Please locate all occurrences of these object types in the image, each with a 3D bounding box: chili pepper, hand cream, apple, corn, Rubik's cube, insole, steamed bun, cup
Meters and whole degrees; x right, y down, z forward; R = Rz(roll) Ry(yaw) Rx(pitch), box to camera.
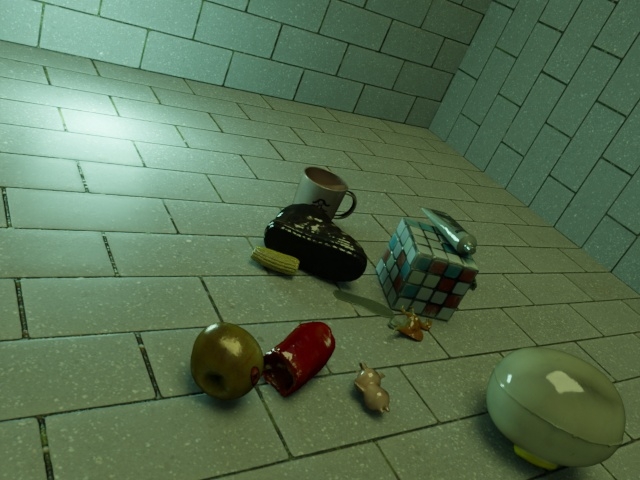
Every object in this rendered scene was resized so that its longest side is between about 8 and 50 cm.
[{"bbox_3d":[-0.026,0.290,1.556,0.134,0.131,0.338,41,29,11],"label":"chili pepper"},{"bbox_3d":[0.478,-0.040,2.065,0.124,0.078,0.341,11,23,-22],"label":"hand cream"},{"bbox_3d":[-0.227,0.293,1.349,0.182,0.182,0.155,25,36,2],"label":"apple"},{"bbox_3d":[-0.154,0.067,1.910,0.165,0.063,0.085,21,37,-2],"label":"corn"},{"bbox_3d":[0.385,0.106,2.062,0.256,0.253,0.259,14,28,-17],"label":"Rubik's cube"},{"bbox_3d":[0.152,0.217,1.952,0.231,0.003,0.080,21,28,-6],"label":"insole"},{"bbox_3d":[0.662,0.468,1.594,0.373,0.334,0.334,25,28,3],"label":"steamed bun"},{"bbox_3d":[0.017,-0.158,2.285,0.252,0.200,0.191,17,28,-11],"label":"cup"}]

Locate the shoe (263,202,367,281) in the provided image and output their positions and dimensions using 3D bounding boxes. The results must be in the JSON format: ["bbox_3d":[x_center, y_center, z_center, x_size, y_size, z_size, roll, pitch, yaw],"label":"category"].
[{"bbox_3d":[0.000,0.000,2.032,0.383,0.171,0.237,20,31,8],"label":"shoe"}]

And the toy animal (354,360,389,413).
[{"bbox_3d":[0.145,0.409,1.536,0.089,0.083,0.150,-24,50,1],"label":"toy animal"}]

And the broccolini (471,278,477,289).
[{"bbox_3d":[0.583,0.172,2.318,0.194,0.052,0.054,3,30,-33],"label":"broccolini"}]

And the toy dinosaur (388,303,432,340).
[{"bbox_3d":[0.303,0.298,1.899,0.142,0.057,0.212,43,40,-5],"label":"toy dinosaur"}]
